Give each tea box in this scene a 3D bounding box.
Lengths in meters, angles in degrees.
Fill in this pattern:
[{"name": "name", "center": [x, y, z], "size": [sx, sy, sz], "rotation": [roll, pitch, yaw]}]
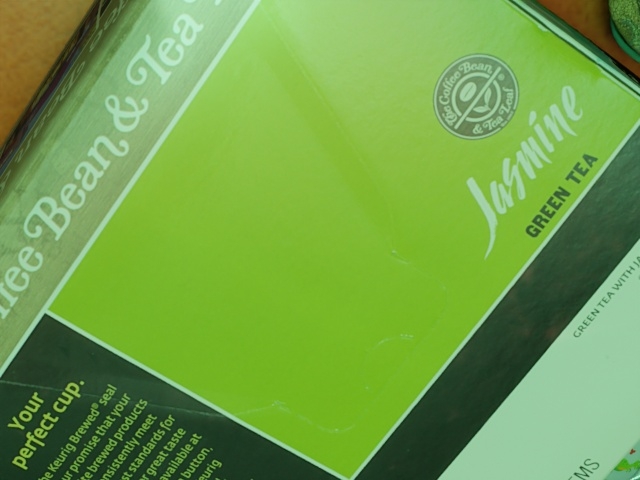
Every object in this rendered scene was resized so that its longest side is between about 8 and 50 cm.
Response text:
[{"name": "tea box", "center": [0.000, 0.000, 0.646], "size": [0.324, 0.220, 0.329], "rotation": [33, 106, -18]}]

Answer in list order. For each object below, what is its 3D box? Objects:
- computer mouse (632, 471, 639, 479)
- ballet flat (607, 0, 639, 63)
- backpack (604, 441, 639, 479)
[{"name": "computer mouse", "center": [0.227, 0.171, 0.842], "size": [0.193, 0.042, 0.106], "rotation": [-32, 108, 14]}, {"name": "ballet flat", "center": [0.331, -0.094, 0.685], "size": [0.349, 0.123, 0.123], "rotation": [22, 110, -11]}, {"name": "backpack", "center": [0.168, 0.109, 0.784], "size": [0.114, 0.084, 0.105], "rotation": [-9, 116, -5]}]
